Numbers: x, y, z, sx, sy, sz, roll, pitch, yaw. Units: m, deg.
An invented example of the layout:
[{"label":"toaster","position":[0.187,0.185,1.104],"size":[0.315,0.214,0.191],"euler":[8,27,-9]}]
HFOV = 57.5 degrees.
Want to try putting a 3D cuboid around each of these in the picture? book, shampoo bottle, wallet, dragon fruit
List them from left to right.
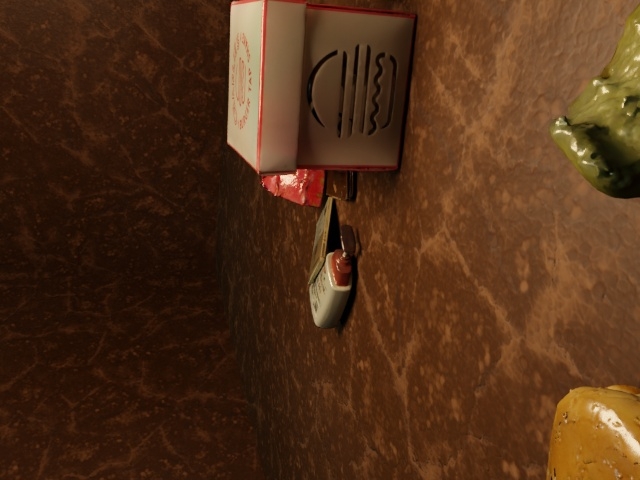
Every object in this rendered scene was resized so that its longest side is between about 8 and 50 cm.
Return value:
[{"label":"dragon fruit","position":[-0.064,-0.212,1.605],"size":[0.189,0.163,0.261],"euler":[-49,28,21]},{"label":"book","position":[0.000,0.000,1.530],"size":[0.138,0.016,0.198],"euler":[116,165,-57]},{"label":"shampoo bottle","position":[0.037,0.089,1.454],"size":[0.284,0.071,0.153],"euler":[112,156,-46]},{"label":"wallet","position":[0.047,-0.150,1.455],"size":[0.176,0.026,0.095],"euler":[-154,65,-71]}]

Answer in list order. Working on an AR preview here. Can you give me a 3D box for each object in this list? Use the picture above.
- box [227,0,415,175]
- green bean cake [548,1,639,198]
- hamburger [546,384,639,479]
[{"label":"box","position":[-0.017,-0.318,1.192],"size":[0.312,0.300,0.314],"euler":[-134,45,-63]},{"label":"green bean cake","position":[0.293,-0.150,0.409],"size":[0.124,0.233,0.236],"euler":[-108,24,-53]},{"label":"hamburger","position":[0.321,0.250,0.583],"size":[0.214,0.108,0.213],"euler":[178,90,-77]}]
